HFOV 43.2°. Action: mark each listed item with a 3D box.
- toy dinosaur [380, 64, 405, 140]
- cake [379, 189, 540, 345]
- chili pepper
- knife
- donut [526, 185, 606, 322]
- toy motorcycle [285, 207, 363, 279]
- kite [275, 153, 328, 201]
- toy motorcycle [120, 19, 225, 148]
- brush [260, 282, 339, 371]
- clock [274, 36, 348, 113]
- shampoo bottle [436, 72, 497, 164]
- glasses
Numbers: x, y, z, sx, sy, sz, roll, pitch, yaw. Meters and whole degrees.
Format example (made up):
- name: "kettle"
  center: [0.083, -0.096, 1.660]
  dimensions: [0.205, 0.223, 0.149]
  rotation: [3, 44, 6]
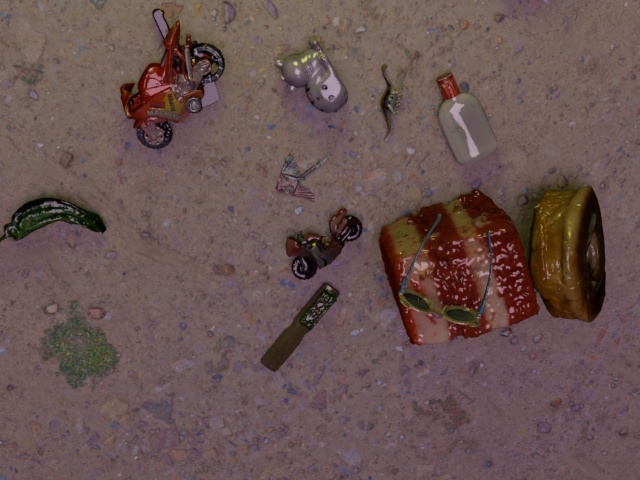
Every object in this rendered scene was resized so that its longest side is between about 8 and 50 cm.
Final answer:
- name: "toy dinosaur"
  center: [0.172, -0.325, 1.914]
  dimensions: [0.058, 0.037, 0.180]
  rotation: [5, 103, 19]
- name: "cake"
  center: [0.320, 0.069, 1.936]
  dimensions: [0.320, 0.269, 0.270]
  rotation: [-18, 110, 3]
- name: "chili pepper"
  center: [-0.664, -0.043, 1.938]
  dimensions: [0.279, 0.065, 0.122]
  rotation: [-12, 106, -4]
- name: "knife"
  center: [-0.306, -0.423, 1.857]
  dimensions: [0.072, 0.019, 0.245]
  rotation: [-24, 113, 2]
- name: "donut"
  center: [0.595, 0.036, 1.952]
  dimensions: [0.160, 0.330, 0.330]
  rotation: [-4, 112, 27]
- name: "toy motorcycle"
  center: [0.000, 0.000, 1.992]
  dimensions: [0.212, 0.084, 0.118]
  rotation: [-40, 106, 2]
- name: "kite"
  center: [-0.042, -0.155, 1.973]
  dimensions: [0.153, 0.005, 0.137]
  rotation: [-25, 112, 5]
- name: "toy motorcycle"
  center: [-0.349, -0.342, 1.833]
  dimensions: [0.171, 0.089, 0.298]
  rotation: [35, 112, -17]
- name: "brush"
  center: [-0.053, 0.231, 2.089]
  dimensions: [0.054, 0.048, 0.282]
  rotation: [36, 105, -12]
- name: "clock"
  center: [-0.018, -0.364, 1.862]
  dimensions: [0.117, 0.080, 0.176]
  rotation: [-31, 108, 6]
- name: "shampoo bottle"
  center: [0.337, -0.293, 1.927]
  dimensions: [0.108, 0.051, 0.221]
  rotation: [-25, 110, 7]
- name: "glasses"
  center: [0.285, 0.066, 1.776]
  dimensions: [0.190, 0.088, 0.220]
  rotation: [17, 89, 0]
